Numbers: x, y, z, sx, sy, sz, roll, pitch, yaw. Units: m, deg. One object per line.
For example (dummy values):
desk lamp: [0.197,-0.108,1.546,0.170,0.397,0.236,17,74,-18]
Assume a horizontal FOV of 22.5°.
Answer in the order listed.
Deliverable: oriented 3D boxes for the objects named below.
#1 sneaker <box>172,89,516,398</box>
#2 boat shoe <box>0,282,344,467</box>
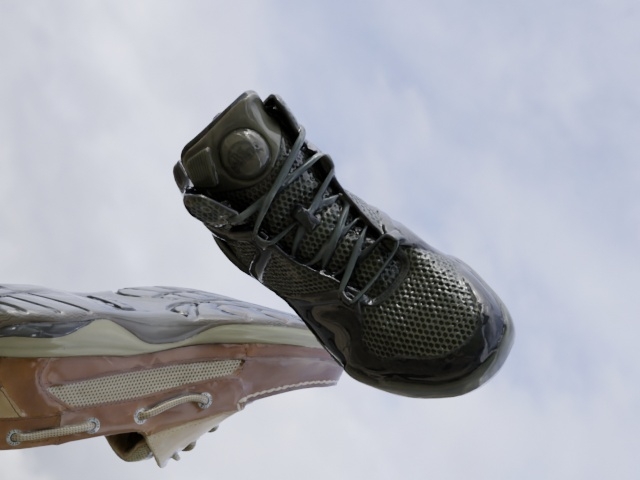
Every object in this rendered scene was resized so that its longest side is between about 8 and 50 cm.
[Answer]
sneaker: [0.000,0.000,0.864,0.227,0.087,0.130,38,-6,37]
boat shoe: [-0.128,0.099,1.169,0.122,0.324,0.120,16,-80,53]
